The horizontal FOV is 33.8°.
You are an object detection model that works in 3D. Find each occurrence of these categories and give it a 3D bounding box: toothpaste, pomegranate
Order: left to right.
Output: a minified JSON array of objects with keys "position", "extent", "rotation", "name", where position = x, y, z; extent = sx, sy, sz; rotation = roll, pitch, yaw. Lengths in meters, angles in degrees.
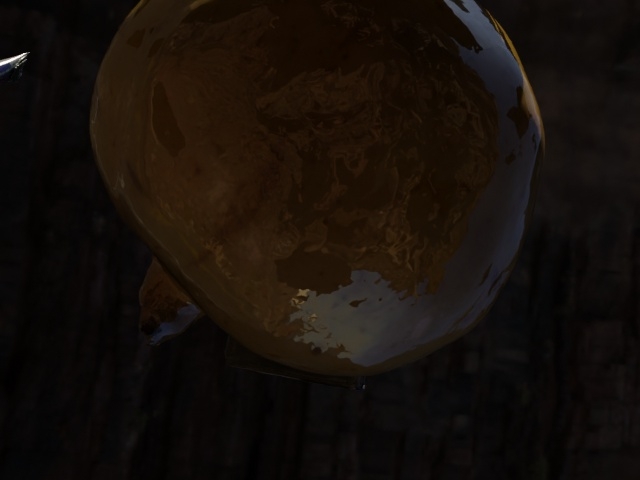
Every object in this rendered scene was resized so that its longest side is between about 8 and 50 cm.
[{"position":[-0.424,-0.210,1.343],"extent":[0.045,0.028,0.170],"rotation":[-65,172,23],"name":"toothpaste"},{"position":[-0.016,-0.055,0.764],"extent":[0.342,0.342,0.343],"rotation":[-172,-90,-75],"name":"pomegranate"}]

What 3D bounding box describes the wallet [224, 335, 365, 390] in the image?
[{"position":[0.000,0.000,1.175],"extent":[0.044,0.169,0.317],"rotation":[-105,-155,-83],"name":"wallet"}]
